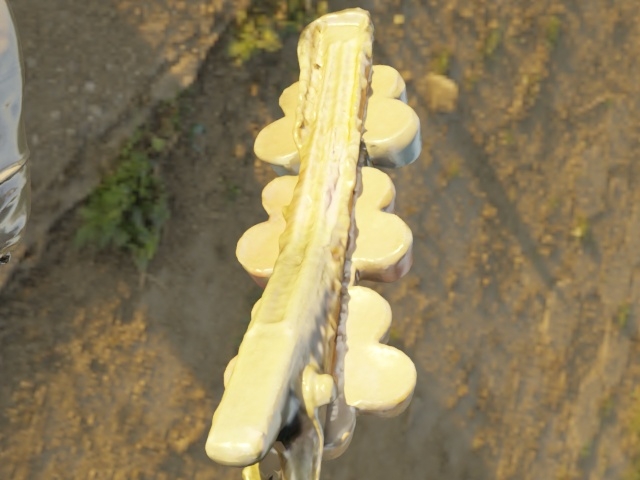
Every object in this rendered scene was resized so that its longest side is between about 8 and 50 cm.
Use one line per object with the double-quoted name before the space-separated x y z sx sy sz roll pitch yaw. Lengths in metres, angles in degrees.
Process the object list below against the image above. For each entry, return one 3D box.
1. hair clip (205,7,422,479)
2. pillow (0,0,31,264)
"hair clip" 0.001 0.005 0.411 0.214 0.062 0.056 -78 159 -48
"pillow" -0.231 -0.026 0.627 0.270 0.067 0.173 -39 124 -55
